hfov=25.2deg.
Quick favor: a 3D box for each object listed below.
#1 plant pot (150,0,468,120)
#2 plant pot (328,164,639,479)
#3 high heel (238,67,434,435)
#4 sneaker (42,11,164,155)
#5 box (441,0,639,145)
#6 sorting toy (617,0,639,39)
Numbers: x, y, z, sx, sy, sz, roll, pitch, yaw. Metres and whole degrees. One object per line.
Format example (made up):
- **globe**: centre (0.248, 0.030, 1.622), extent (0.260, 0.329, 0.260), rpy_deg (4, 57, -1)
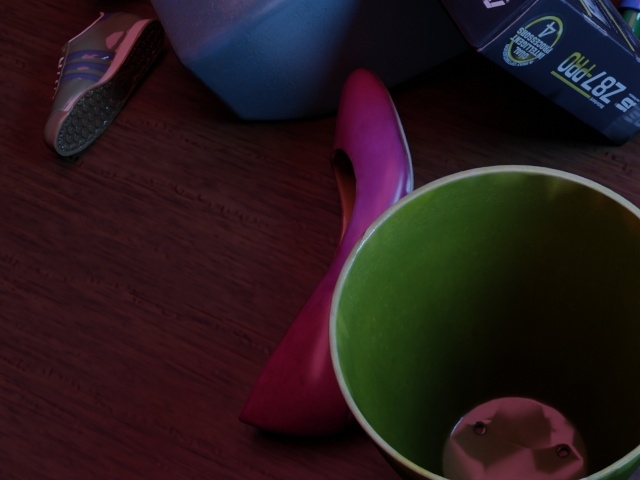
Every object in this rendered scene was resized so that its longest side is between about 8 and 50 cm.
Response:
- **plant pot**: centre (-0.039, -0.269, 1.489), extent (0.252, 0.247, 0.248), rpy_deg (-33, 59, 9)
- **plant pot**: centre (0.160, 0.130, 1.189), extent (0.274, 0.293, 0.275), rpy_deg (-4, 60, 6)
- **high heel**: centre (0.000, 0.000, 1.380), extent (0.181, 0.127, 0.377), rpy_deg (-3, 62, -6)
- **sneaker**: centre (-0.257, -0.178, 1.570), extent (0.086, 0.064, 0.192), rpy_deg (23, 65, 28)
- **box**: centre (0.170, -0.302, 1.428), extent (0.097, 0.318, 0.395), rpy_deg (-41, 58, 21)
- **sorting toy**: centre (0.449, -0.202, 1.428), extent (0.365, 0.127, 0.126), rpy_deg (17, 77, 37)
